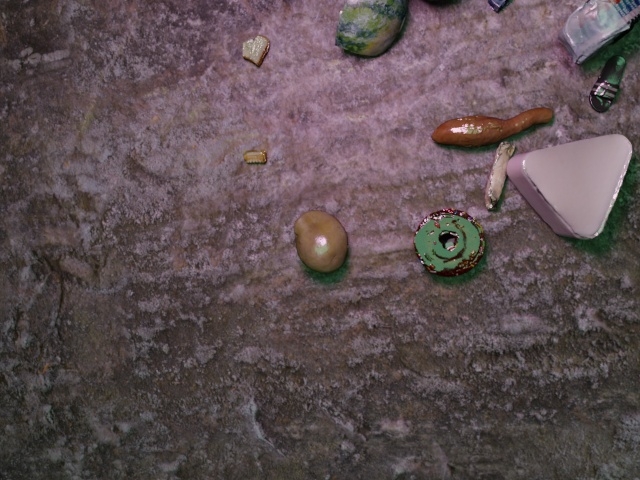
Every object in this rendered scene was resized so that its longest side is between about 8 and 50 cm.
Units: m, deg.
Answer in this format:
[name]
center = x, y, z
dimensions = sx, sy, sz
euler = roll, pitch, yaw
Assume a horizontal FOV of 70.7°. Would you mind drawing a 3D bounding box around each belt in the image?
[belt]
center = 0.843, -0.655, 1.347
dimensions = 0.257, 0.207, 0.150
euler = -37, 86, -7

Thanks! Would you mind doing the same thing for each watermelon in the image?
[watermelon]
center = 0.160, -0.759, 1.442
dimensions = 0.180, 0.223, 0.305
euler = 56, 136, 44

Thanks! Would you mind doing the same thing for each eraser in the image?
[eraser]
center = 0.780, -0.154, 1.408
dimensions = 0.330, 0.150, 0.332
euler = 0, 93, 2

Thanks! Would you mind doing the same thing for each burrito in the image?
[burrito]
center = 0.586, -0.215, 1.491
dimensions = 0.058, 0.063, 0.230
euler = 19, 94, 18

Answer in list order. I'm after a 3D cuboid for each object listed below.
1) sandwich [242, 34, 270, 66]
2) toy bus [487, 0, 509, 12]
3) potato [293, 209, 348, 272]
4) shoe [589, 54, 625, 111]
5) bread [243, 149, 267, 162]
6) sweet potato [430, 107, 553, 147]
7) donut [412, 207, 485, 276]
[sandwich]
center = -0.233, -0.691, 1.621
dimensions = 0.093, 0.035, 0.105
euler = 34, 98, 7
[toy bus]
center = 0.615, -0.824, 1.459
dimensions = 0.065, 0.047, 0.166
euler = 44, 98, 10
[potato]
center = 0.000, 0.000, 1.564
dimensions = 0.177, 0.160, 0.235
euler = -25, 71, -27
[shoe]
center = 0.911, -0.499, 1.423
dimensions = 0.071, 0.049, 0.179
euler = 21, 97, 9
[bread]
center = -0.237, -0.306, 1.646
dimensions = 0.087, 0.034, 0.049
euler = -3, 107, 14
[sweet potato]
center = 0.556, -0.364, 1.467
dimensions = 0.384, 0.109, 0.109
euler = -6, 92, 9
[donut]
center = 0.429, 0.004, 1.518
dimensions = 0.234, 0.089, 0.235
euler = 1, 94, 11
